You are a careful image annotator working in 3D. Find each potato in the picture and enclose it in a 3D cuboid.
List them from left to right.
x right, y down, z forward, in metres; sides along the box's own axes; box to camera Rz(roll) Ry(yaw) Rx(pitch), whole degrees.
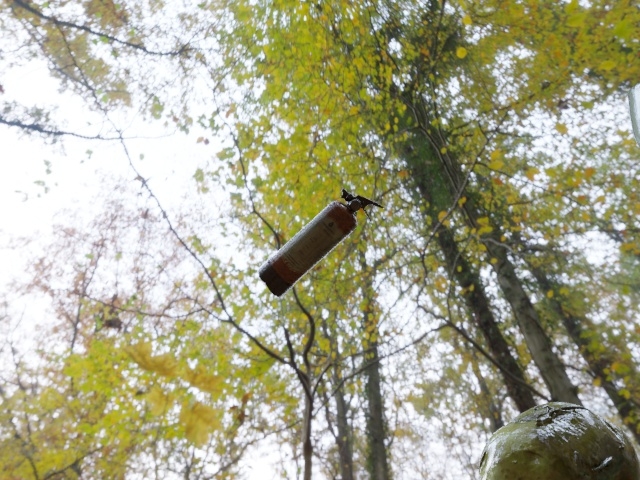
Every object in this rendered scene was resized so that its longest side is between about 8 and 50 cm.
[{"bbox_3d":[0.317,0.303,0.636,0.248,0.170,0.143,-3,-11,-29],"label":"potato"}]

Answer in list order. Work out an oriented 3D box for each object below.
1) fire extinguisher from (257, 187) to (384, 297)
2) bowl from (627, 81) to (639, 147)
[{"bbox_3d":[0.000,0.000,0.620,0.177,0.050,0.062,-42,-89,5],"label":"fire extinguisher"},{"bbox_3d":[0.635,-0.165,0.753,0.288,0.289,0.146,6,-87,-7],"label":"bowl"}]
